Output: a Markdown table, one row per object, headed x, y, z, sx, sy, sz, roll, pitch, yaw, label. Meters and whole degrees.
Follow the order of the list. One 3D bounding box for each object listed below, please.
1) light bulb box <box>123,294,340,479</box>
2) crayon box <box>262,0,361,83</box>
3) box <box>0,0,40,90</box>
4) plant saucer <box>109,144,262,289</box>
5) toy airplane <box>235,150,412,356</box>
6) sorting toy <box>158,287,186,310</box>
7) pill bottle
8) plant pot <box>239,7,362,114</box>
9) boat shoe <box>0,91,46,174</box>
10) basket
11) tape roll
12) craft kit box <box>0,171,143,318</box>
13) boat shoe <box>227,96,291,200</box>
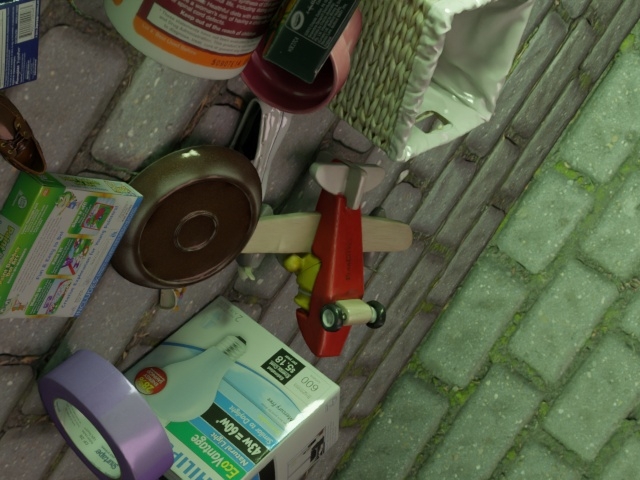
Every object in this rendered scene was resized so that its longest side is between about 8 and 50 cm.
| x | y | z | sx | sy | sz | roll | pitch | yaw | label |
| --- | --- | --- | --- | --- | --- | --- | --- | --- | --- |
| -0.207 | 0.371 | 2.277 | 0.361 | 0.358 | 0.225 | -40 | 151 | -28 | light bulb box |
| 0.006 | -0.376 | 1.587 | 0.202 | 0.081 | 0.318 | -57 | -166 | 25 | crayon box |
| -0.461 | -0.239 | 1.419 | 0.225 | 0.036 | 0.136 | -30 | 147 | -43 | box |
| -0.230 | -0.026 | 1.979 | 0.311 | 0.050 | 0.310 | -23 | 138 | -22 | plant saucer |
| 0.000 | 0.000 | 2.336 | 0.386 | 0.272 | 0.384 | 52 | 61 | -28 | toy airplane |
| -0.280 | 0.090 | 2.174 | 0.075 | 0.045 | 0.083 | -57 | 164 | -44 | sorting toy |
| -0.115 | -0.432 | 1.486 | 0.224 | 0.224 | 0.392 | -15 | 145 | -54 | pill bottle |
| -0.022 | -0.344 | 1.887 | 0.180 | 0.201 | 0.201 | -52 | 161 | -42 | plant pot |
| -0.433 | -0.149 | 1.556 | 0.064 | 0.060 | 0.178 | -47 | 155 | -13 | boat shoe |
| 0.190 | -0.379 | 2.101 | 0.328 | 0.266 | 0.331 | -28 | 146 | -43 | basket |
| -0.389 | 0.332 | 2.005 | 0.090 | 0.275 | 0.274 | -38 | 151 | -30 | tape roll |
| -0.430 | 0.013 | 1.783 | 0.250 | 0.061 | 0.247 | -59 | 157 | 13 | craft kit box |
| -0.141 | -0.151 | 2.050 | 0.084 | 0.095 | 0.258 | -2 | 118 | -48 | boat shoe |
